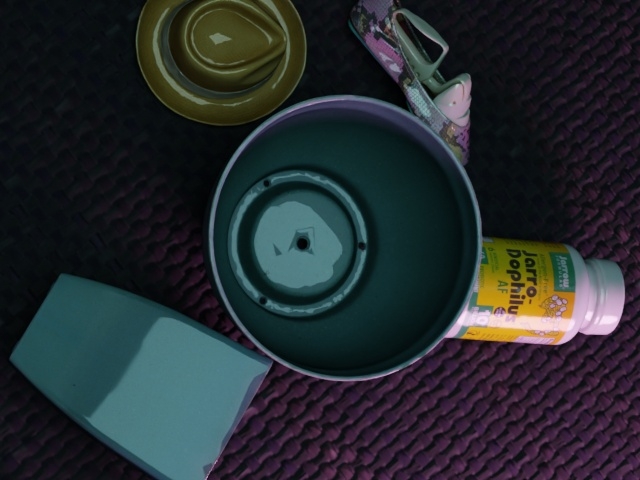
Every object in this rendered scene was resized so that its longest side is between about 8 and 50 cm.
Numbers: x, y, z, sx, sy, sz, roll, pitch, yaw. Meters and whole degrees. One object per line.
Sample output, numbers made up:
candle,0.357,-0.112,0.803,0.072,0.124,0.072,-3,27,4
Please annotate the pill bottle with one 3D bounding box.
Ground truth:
pill bottle,0.230,0.058,2.083,0.208,0.117,0.117,5,87,-17

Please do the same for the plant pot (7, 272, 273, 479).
plant pot,-0.201,0.140,1.932,0.234,0.166,0.165,31,80,-7

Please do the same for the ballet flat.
ballet flat,0.119,-0.186,2.071,0.079,0.077,0.221,-32,96,28

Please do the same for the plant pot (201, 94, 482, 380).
plant pot,0.000,0.000,1.974,0.293,0.196,0.293,1,88,-17

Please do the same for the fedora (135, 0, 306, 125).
fedora,-0.101,-0.217,2.010,0.194,0.079,0.194,0,89,-17
